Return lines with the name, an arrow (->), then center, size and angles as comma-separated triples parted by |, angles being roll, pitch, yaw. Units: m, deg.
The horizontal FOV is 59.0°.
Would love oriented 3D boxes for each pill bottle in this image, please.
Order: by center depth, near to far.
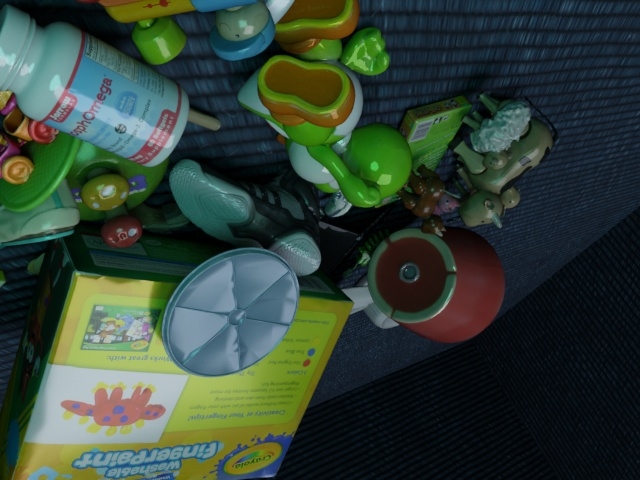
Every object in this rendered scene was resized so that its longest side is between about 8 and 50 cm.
pill bottle -> -0.204, -0.132, 0.495 | 0.160, 0.087, 0.087 | 22, 127, -41

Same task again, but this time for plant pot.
plant pot -> 0.239, 0.085, 1.232 | 0.275, 0.275, 0.243 | -38, 154, 21

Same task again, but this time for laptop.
laptop -> 0.000, 0.000, 1.216 | 0.264, 0.136, 0.234 | -41, 174, -49

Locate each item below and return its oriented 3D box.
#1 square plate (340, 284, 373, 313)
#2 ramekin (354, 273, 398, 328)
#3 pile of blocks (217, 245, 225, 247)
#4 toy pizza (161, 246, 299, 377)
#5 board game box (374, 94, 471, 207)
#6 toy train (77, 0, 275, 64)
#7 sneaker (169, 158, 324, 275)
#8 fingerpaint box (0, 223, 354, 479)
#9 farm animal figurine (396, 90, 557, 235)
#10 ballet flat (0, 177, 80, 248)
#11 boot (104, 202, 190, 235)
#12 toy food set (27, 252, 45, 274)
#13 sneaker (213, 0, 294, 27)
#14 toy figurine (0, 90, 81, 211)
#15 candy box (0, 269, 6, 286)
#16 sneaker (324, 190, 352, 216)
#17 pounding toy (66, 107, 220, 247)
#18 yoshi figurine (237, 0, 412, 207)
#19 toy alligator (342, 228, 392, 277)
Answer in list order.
square plate -> -0.050, 0.189, 1.389 | 0.347, 0.049, 0.344 | -28, 164, 39
ramekin -> 0.235, 0.146, 1.629 | 0.272, 0.127, 0.273 | -24, 156, -11
pile of blocks -> -0.296, 0.096, 1.000 | 0.362, 0.149, 0.113 | -33, 115, -14
toy pizza -> -0.120, 0.096, 0.767 | 0.201, 0.032, 0.201 | -18, 124, -28
board game box -> 0.179, -0.158, 1.065 | 0.124, 0.039, 0.259 | -20, 153, -23
toy train -> -0.168, -0.209, 0.478 | 0.247, 0.105, 0.143 | -6, 152, 12
sneaker -> -0.100, -0.066, 0.869 | 0.268, 0.153, 0.101 | 36, 138, -27
fingerpaint box -> -0.221, 0.196, 0.886 | 0.444, 0.163, 0.371 | 10, 110, -38
farm animal figurine -> 0.320, -0.115, 1.091 | 0.327, 0.172, 0.330 | -51, 161, 28
ballet flat -> -0.369, -0.027, 0.649 | 0.248, 0.086, 0.086 | -11, 167, 30
boot -> -0.254, -0.028, 0.847 | 0.118, 0.042, 0.087 | -7, 165, -10
toy food set -> -0.382, 0.029, 0.838 | 0.083, 0.020, 0.082 | -41, 154, 24
sneaker -> -0.041, -0.292, 0.511 | 0.091, 0.094, 0.258 | 22, 128, -31
toy figurine -> -0.310, -0.131, 0.508 | 0.173, 0.130, 0.159 | -54, 143, 3
candy box -> -0.538, 0.067, 0.733 | 0.105, 0.027, 0.205 | -41, 154, 20
sneaker -> 0.038, -0.098, 1.026 | 0.058, 0.052, 0.135 | 7, 131, -39
pounding toy -> -0.237, -0.074, 0.679 | 0.236, 0.110, 0.183 | -34, 156, 13
yoshi figurine -> 0.040, -0.152, 0.735 | 0.203, 0.203, 0.362 | -38, 164, -3
toy alligator -> 0.118, 0.022, 1.348 | 0.189, 0.056, 0.051 | -34, 116, 11
